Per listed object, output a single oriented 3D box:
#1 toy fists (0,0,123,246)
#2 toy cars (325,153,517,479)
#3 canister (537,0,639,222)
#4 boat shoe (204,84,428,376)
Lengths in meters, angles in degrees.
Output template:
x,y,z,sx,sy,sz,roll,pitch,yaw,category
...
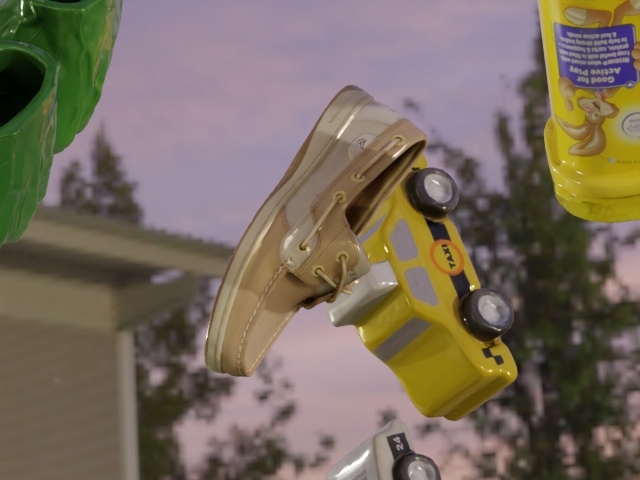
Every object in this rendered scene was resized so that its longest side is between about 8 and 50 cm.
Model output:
x,y,z,sx,sy,sz,roll,pitch,yaw,category
-0.216,-0.100,1.224,0.096,0.279,0.142,15,-48,3,toy fists
0.049,0.131,1.209,0.087,0.394,0.176,-10,19,-34,toy cars
0.153,-0.099,0.741,0.126,0.073,0.170,-9,-51,6,canister
0.000,0.000,0.884,0.059,0.170,0.063,25,-16,14,boat shoe
